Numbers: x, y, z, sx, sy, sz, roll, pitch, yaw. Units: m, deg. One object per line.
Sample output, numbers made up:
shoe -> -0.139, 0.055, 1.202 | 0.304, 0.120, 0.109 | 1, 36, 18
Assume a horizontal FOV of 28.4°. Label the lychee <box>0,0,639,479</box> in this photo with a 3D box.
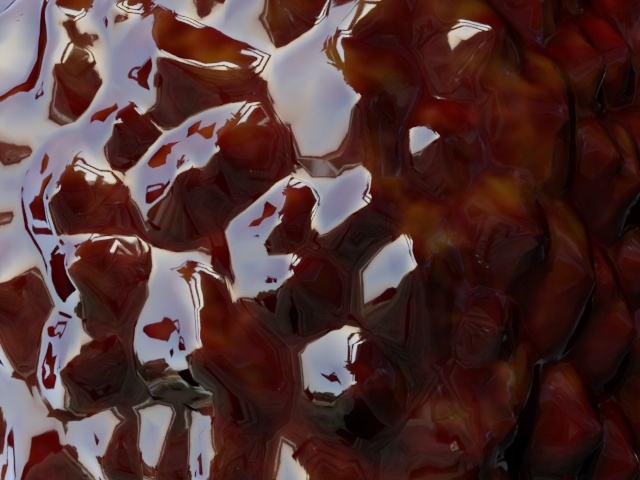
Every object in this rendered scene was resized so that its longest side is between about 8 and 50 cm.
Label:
lychee -> 0.000, 0.000, 0.639 | 0.425, 0.500, 0.424 | -11, -26, -5
